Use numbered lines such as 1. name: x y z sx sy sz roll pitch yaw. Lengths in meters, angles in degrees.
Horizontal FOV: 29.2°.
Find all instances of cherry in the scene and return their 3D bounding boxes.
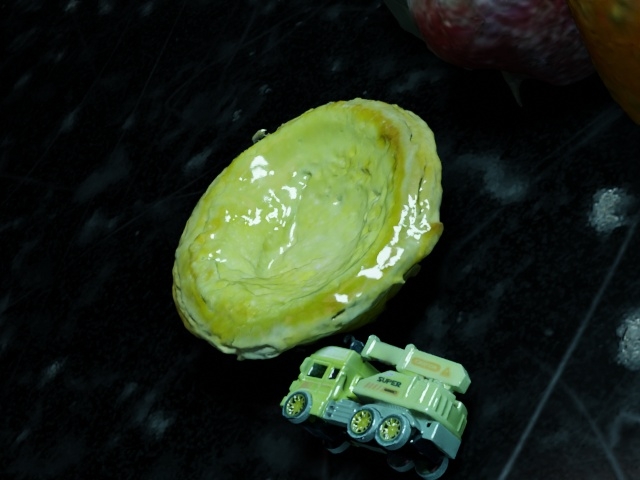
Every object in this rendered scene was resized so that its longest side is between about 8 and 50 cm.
1. cherry: 0.202 -0.271 1.157 0.203 0.230 0.300 -119 40 -64

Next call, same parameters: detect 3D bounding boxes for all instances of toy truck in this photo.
1. toy truck: 0.053 0.136 1.055 0.169 0.077 0.100 7 62 47

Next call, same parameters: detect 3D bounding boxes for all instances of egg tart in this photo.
1. egg tart: 0.000 0.000 1.200 0.315 0.120 0.315 -23 44 24

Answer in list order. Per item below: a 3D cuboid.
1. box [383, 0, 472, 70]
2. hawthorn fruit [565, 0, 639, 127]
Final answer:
1. box: 0.173 -0.329 1.331 0.231 0.155 0.149 -43 40 -1
2. hawthorn fruit: 0.331 -0.249 0.892 0.403 0.403 0.403 -24 41 23
